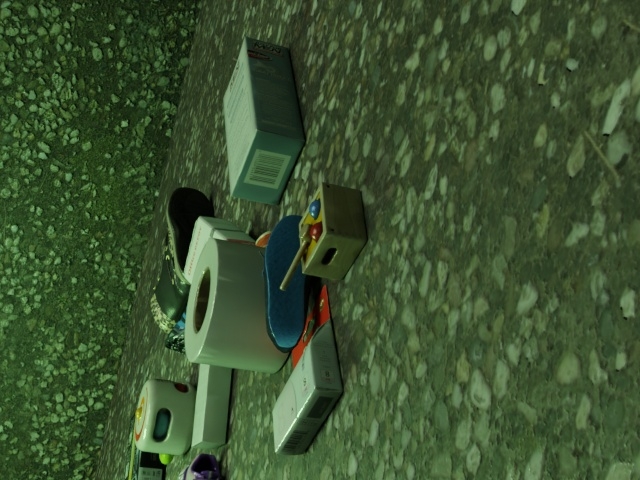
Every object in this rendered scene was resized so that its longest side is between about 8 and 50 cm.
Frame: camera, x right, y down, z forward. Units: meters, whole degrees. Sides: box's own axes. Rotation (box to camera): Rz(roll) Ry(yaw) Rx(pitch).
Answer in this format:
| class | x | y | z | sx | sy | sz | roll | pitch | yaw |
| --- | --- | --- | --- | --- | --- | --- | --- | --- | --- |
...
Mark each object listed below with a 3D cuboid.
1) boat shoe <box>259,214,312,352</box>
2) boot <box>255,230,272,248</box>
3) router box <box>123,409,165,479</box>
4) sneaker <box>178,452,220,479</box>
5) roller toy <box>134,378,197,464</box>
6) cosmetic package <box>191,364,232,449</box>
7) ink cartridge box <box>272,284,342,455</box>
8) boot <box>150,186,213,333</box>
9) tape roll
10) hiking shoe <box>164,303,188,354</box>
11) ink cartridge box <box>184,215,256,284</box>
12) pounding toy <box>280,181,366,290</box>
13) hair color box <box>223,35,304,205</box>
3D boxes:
| class | x | y | z | sx | sy | sz | roll | pitch | yaw |
| --- | --- | --- | --- | --- | --- | --- | --- | --- | --- |
| boat shoe | -0.067 | 0.078 | 1.595 | 0.089 | 0.109 | 0.258 | 100 | -179 | -60 |
| boot | -0.129 | 0.053 | 1.887 | 0.158 | 0.059 | 0.085 | -57 | 24 | 30 |
| router box | -0.522 | 0.649 | 2.648 | 0.243 | 0.081 | 0.309 | 131 | 145 | -55 |
| sneaker | -0.255 | 0.555 | 1.920 | 0.105 | 0.095 | 0.236 | -60 | 25 | 27 |
| roller toy | -0.413 | 0.460 | 2.334 | 0.191 | 0.146 | 0.209 | 121 | 154 | -44 |
| cosmetic package | -0.246 | 0.352 | 2.041 | 0.099 | 0.060 | 0.239 | 140 | 137 | -59 |
| ink cartridge box | -0.032 | 0.217 | 1.510 | 0.232 | 0.066 | 0.189 | -104 | 30 | -43 |
| boot | -0.403 | 0.056 | 2.565 | 0.377 | 0.138 | 0.284 | -105 | 31 | -42 |
| tape roll | -0.153 | 0.128 | 1.730 | 0.246 | 0.169 | 0.246 | -168 | 90 | -72 |
| hiking shoe | -0.299 | 0.199 | 2.246 | 0.304 | 0.113 | 0.132 | -39 | 32 | 50 |
| ink cartridge box | -0.220 | 0.054 | 2.020 | 0.218 | 0.092 | 0.159 | 34 | 112 | 53 |
| pounding toy | 0.000 | 0.000 | 1.460 | 0.141 | 0.100 | 0.130 | 120 | 154 | -44 |
| hair color box | -0.134 | -0.273 | 1.986 | 0.375 | 0.113 | 0.185 | -101 | 29 | -46 |
